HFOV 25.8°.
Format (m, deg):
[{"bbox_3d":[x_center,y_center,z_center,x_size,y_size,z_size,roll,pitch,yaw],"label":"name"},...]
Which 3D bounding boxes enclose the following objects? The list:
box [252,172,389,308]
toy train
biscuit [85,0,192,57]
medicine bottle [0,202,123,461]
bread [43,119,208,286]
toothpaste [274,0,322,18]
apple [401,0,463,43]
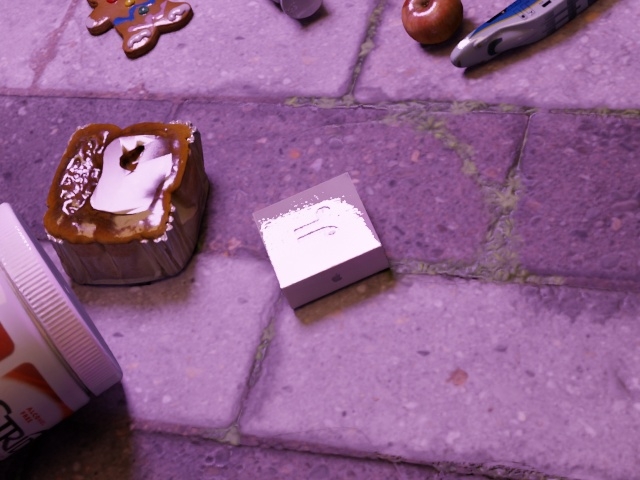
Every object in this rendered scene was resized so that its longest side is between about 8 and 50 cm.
[{"bbox_3d":[0.000,0.000,1.693,0.129,0.051,0.130,-24,50,1],"label":"box"},{"bbox_3d":[0.273,-0.289,1.818,0.234,0.052,0.051,-36,56,-10],"label":"toy train"},{"bbox_3d":[-0.289,-0.352,2.077,0.138,0.031,0.205,-37,50,-10],"label":"biscuit"},{"bbox_3d":[-0.393,0.121,1.608,0.241,0.252,0.252,-34,51,-7],"label":"medicine bottle"},{"bbox_3d":[-0.247,-0.057,1.785,0.192,0.110,0.210,0,54,18],"label":"bread"},{"bbox_3d":[-0.080,-0.421,2.038,0.114,0.073,0.299,-29,43,-3],"label":"toothpaste"},{"bbox_3d":[0.150,-0.300,1.858,0.084,0.071,0.084,-14,53,19],"label":"apple"}]
